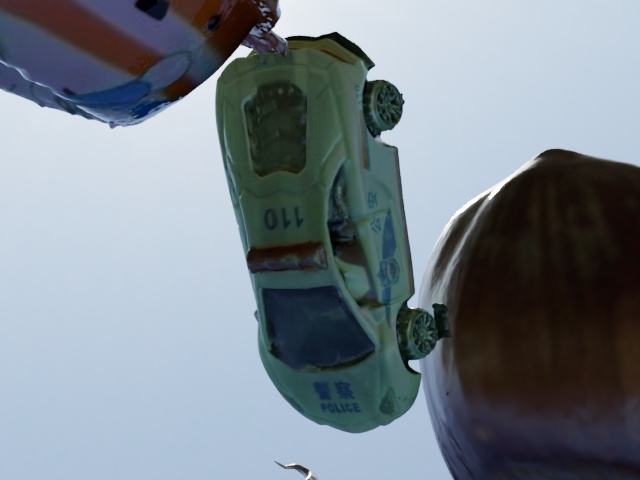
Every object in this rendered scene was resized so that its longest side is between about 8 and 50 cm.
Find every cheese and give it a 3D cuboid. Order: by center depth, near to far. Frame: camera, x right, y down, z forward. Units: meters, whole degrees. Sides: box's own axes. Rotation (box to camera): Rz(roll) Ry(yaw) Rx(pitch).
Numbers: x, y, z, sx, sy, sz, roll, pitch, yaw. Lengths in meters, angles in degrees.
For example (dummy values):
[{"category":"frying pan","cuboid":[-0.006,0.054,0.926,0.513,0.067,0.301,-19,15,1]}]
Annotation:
[{"category":"cheese","cuboid":[-0.140,-0.140,0.643,0.217,0.129,0.329,19,174,44]}]

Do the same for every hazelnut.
[{"category":"hazelnut","cuboid":[0.150,0.059,0.979,0.212,0.181,0.181,-12,-131,41]}]

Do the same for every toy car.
[{"category":"toy car","cuboid":[0.000,0.000,0.802,0.093,0.186,0.058,-4,-170,35]}]

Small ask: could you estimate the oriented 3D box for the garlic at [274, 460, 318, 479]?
[{"category":"garlic","cuboid":[0.010,0.223,1.244,0.128,0.148,0.266,-44,-126,-6]}]
